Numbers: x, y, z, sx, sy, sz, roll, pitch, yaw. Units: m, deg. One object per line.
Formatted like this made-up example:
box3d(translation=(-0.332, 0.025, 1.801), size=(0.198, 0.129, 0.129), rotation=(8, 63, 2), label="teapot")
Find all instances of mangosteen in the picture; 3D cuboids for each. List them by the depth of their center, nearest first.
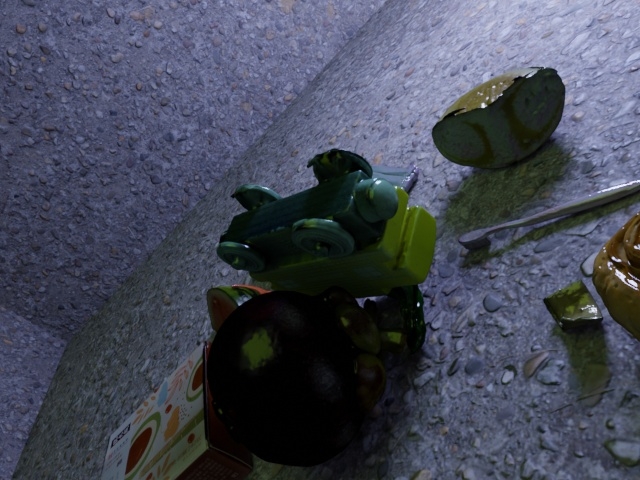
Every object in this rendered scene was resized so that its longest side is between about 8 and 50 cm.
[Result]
box3d(translation=(-0.041, 0.208, 0.829), size=(0.297, 0.297, 0.313), rotation=(-3, 54, 56), label="mangosteen")

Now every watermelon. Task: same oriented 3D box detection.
box3d(translation=(-0.224, 0.191, 1.395), size=(0.128, 0.159, 0.303), rotation=(-19, 9, -34), label="watermelon")

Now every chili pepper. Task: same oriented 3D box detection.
box3d(translation=(0.137, 0.103, 0.952), size=(0.122, 0.065, 0.279), rotation=(-50, 28, 0), label="chili pepper")

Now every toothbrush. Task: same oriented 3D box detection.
box3d(translation=(0.375, -0.038, 0.821), size=(0.307, 0.029, 0.025), rotation=(-22, 37, 39), label="toothbrush")

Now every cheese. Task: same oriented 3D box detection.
box3d(translation=(0.344, 0.098, 0.661), size=(0.060, 0.041, 0.084), rotation=(-30, 15, 20), label="cheese")

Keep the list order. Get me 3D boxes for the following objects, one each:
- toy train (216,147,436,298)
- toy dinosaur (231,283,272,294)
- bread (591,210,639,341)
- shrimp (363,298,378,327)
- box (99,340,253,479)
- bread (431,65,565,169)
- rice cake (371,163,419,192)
box3d(translation=(0.000, 0.000, 0.914), size=(0.442, 0.272, 0.179), rotation=(-13, 51, 46), label="toy train")
box3d(translation=(-0.135, 0.156, 1.240), size=(0.280, 0.101, 0.055), rotation=(20, 106, 28), label="toy dinosaur")
box3d(translation=(0.422, 0.045, 0.520), size=(0.198, 0.120, 0.236), rotation=(-44, 26, 7), label="bread")
box3d(translation=(0.049, 0.151, 1.050), size=(0.169, 0.058, 0.296), rotation=(-28, 34, 20), label="shrimp")
box3d(translation=(-0.342, 0.482, 1.124), size=(0.385, 0.122, 0.344), rotation=(-45, 27, 8), label="box")
box3d(translation=(0.370, -0.251, 0.988), size=(0.156, 0.158, 0.261), rotation=(-50, 23, -26), label="bread")
box3d(translation=(0.154, -0.124, 1.265), size=(0.189, 0.037, 0.198), rotation=(-56, 27, -13), label="rice cake")
